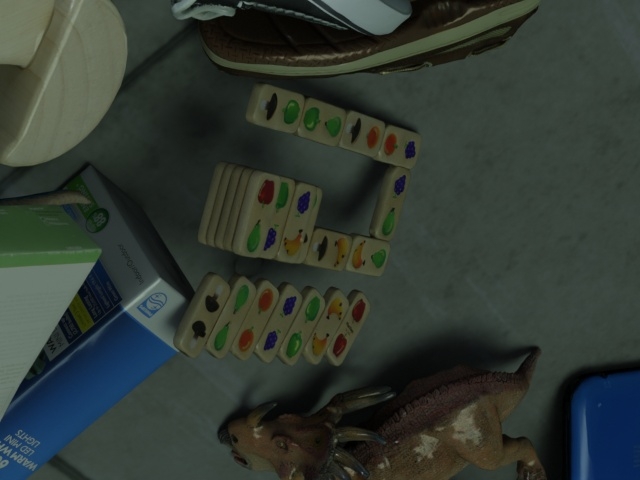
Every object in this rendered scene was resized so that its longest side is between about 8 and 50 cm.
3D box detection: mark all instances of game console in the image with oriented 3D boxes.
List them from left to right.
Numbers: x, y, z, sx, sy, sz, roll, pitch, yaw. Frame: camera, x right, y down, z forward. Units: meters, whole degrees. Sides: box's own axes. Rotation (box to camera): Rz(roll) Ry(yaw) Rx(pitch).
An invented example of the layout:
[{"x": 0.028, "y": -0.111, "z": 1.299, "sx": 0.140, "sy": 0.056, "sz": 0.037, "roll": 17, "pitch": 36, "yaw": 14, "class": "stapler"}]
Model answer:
[{"x": 0.322, "y": 0.232, "z": 1.908, "sx": 0.293, "sy": 0.173, "sz": 0.250, "roll": -5, "pitch": 98, "yaw": -29, "class": "game console"}]

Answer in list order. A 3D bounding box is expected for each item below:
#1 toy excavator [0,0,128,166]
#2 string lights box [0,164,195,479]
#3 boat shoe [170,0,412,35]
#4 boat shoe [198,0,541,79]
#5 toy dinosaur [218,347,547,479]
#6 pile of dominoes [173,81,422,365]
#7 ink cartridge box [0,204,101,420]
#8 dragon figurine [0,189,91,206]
[{"x": -0.370, "y": -0.076, "z": 1.101, "sx": 0.445, "sy": 0.222, "sz": 0.433, "roll": -46, "pitch": 138, "yaw": -1, "class": "toy excavator"}, {"x": -0.217, "y": 0.084, "z": 1.366, "sx": 0.260, "sy": 0.133, "sz": 0.077, "roll": -40, "pitch": 139, "yaw": 5, "class": "string lights box"}, {"x": -0.079, "y": -0.196, "z": 1.222, "sx": 0.306, "sy": 0.113, "sz": 0.105, "roll": 24, "pitch": 122, "yaw": -37, "class": "boat shoe"}, {"x": 0.038, "y": -0.148, "z": 1.357, "sx": 0.257, "sy": 0.095, "sz": 0.095, "roll": -11, "pitch": 154, "yaw": -14, "class": "boat shoe"}, {"x": 0.084, "y": 0.163, "z": 1.637, "sx": 0.296, "sy": 0.127, "sz": 0.200, "roll": -32, "pitch": 130, "yaw": -12, "class": "toy dinosaur"}, {"x": 0.000, "y": 0.000, "z": 1.387, "sx": 0.251, "sy": 0.040, "sz": 0.196, "roll": 11, "pitch": 94, "yaw": -58, "class": "pile of dominoes"}, {"x": -0.256, "y": 0.086, "z": 1.208, "sx": 0.171, "sy": 0.056, "sz": 0.235, "roll": -4, "pitch": 132, "yaw": -58, "class": "ink cartridge box"}, {"x": -0.302, "y": 0.009, "z": 1.283, "sx": 0.289, "sy": 0.144, "sz": 0.085, "roll": -40, "pitch": 139, "yaw": -24, "class": "dragon figurine"}]
